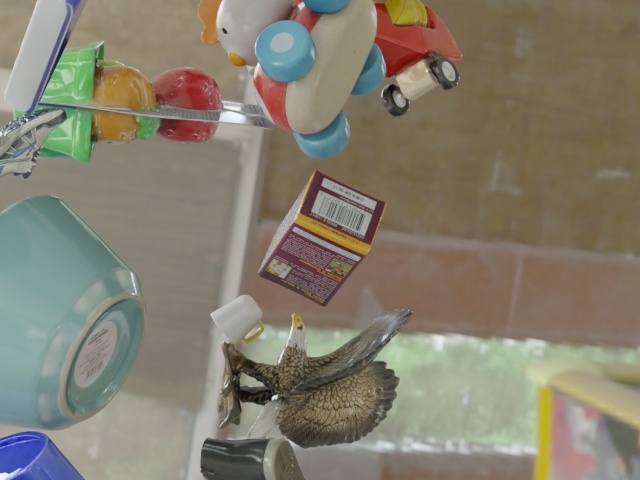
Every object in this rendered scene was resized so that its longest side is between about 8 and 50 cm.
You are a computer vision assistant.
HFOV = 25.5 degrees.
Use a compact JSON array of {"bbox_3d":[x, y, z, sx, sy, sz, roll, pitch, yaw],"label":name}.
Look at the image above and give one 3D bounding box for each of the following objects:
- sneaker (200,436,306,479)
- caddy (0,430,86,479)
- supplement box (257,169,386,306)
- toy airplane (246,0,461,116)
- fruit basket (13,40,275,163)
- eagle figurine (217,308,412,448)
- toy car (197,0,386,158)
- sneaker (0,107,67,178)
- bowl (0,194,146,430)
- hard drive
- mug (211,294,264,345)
[{"bbox_3d":[-0.083,0.346,1.910,0.118,0.222,0.083,4,35,25],"label":"sneaker"},{"bbox_3d":[-0.400,0.377,1.676,0.341,0.179,0.241,-20,26,28],"label":"caddy"},{"bbox_3d":[0.000,0.000,1.838,0.104,0.081,0.188,25,-30,-6],"label":"supplement box"},{"bbox_3d":[0.056,-0.399,2.384,0.386,0.272,0.384,-4,-24,-1],"label":"toy airplane"},{"bbox_3d":[-0.249,-0.178,1.977,0.353,0.165,0.327,10,9,-8],"label":"fruit basket"},{"bbox_3d":[-0.007,0.212,2.183,0.298,0.225,0.226,2,2,-6],"label":"eagle figurine"},{"bbox_3d":[-0.066,-0.256,1.833,0.238,0.210,0.219,19,-21,25],"label":"toy car"},{"bbox_3d":[-0.338,-0.102,1.589,0.135,0.058,0.052,-37,23,-22],"label":"sneaker"},{"bbox_3d":[-0.334,0.115,1.780,0.163,0.311,0.311,24,11,19],"label":"bowl"},{"bbox_3d":[-0.275,-0.326,1.646,0.040,0.318,0.210,24,-36,-11],"label":"hard drive"},{"bbox_3d":[-0.121,0.117,2.144,0.062,0.064,0.078,51,1,16],"label":"mug"}]
